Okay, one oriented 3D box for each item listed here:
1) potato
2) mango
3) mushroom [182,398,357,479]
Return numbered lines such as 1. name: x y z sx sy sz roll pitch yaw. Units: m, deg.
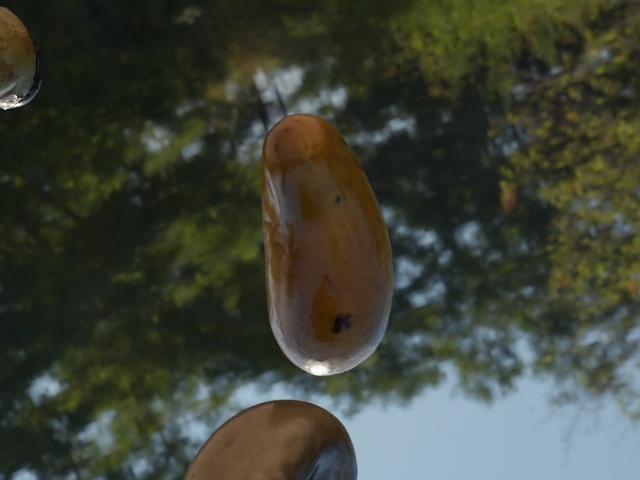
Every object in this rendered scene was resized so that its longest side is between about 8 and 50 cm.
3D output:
1. potato: -0.314 -0.160 1.408 0.066 0.096 0.103 28 -156 22
2. mango: 0.006 0.000 1.453 0.120 0.295 0.177 -5 -142 -6
3. mushroom: -0.020 0.244 1.322 0.204 0.204 0.204 -20 -169 4
